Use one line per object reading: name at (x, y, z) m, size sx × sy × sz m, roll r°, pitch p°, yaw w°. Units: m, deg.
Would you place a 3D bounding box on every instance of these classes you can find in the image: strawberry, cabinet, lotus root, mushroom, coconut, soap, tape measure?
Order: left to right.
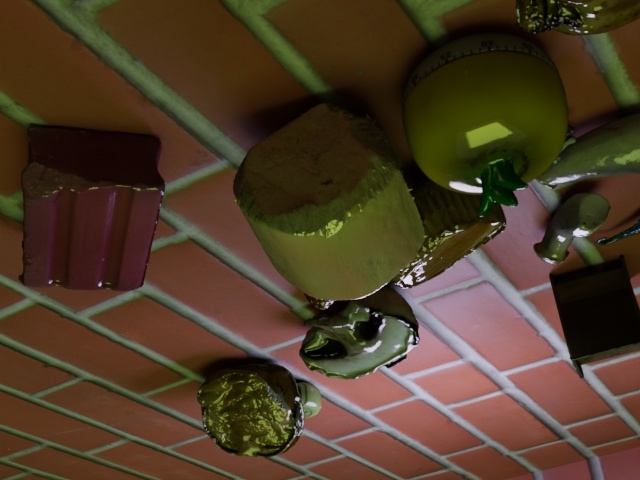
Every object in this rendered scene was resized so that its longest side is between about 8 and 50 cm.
soap at (-0.416, -0.043, 1.681) m, size 0.233 × 0.128 × 0.359 m, roll 3°, pitch 148°, yaw -16°
tape measure at (-0.074, 0.446, 2.579) m, size 0.154 × 0.087 × 0.177 m, roll -24°, pitch 146°, yaw 27°
strawberry at (0.004, 0.096, 2.013) m, size 0.106 × 0.106 × 0.106 m, roll -4°, pitch 149°, yaw -3°
coconut at (0.026, -0.053, 1.594) m, size 0.298 × 0.297 × 0.309 m, roll -14°, pitch 145°, yaw 12°
mushroom at (0.090, 0.202, 2.185) m, size 0.248 × 0.130 × 0.344 m, roll 22°, pitch 140°, yaw -13°
mushroom at (0.503, -0.023, 1.912) m, size 0.081 × 0.092 × 0.223 m, roll -13°, pitch 160°, yaw -21°
cabinet at (0.641, 0.176, 2.142) m, size 0.175 × 0.215 × 0.148 m, roll -17°, pitch 148°, yaw 16°
mushroom at (0.508, -0.159, 1.684) m, size 0.270 × 0.103 × 0.118 m, roll -12°, pitch 162°, yaw 22°
lotus root at (0.397, -0.371, 1.275) m, size 0.314 × 0.141 × 0.169 m, roll -18°, pitch 151°, yaw 2°

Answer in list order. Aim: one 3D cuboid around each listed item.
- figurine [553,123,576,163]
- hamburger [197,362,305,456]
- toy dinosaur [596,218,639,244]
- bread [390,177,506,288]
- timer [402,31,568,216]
figurine at (0.406, -0.171, 1.657) m, size 0.094 × 0.082 × 0.086 m, roll -14°, pitch 126°, yaw -14°
hamburger at (-0.175, 0.441, 2.448) m, size 0.266 × 0.134 × 0.284 m, roll -4°, pitch 110°, yaw 16°
toy dinosaur at (0.729, -0.067, 1.896) m, size 0.147 × 0.076 × 0.363 m, roll 29°, pitch 136°, yaw -16°
bread at (0.216, -0.026, 1.766) m, size 0.253 × 0.142 × 0.227 m, roll -41°, pitch 151°, yaw 29°
timer at (0.265, -0.158, 1.474) m, size 0.285 × 0.285 × 0.285 m, roll -4°, pitch 149°, yaw -3°
